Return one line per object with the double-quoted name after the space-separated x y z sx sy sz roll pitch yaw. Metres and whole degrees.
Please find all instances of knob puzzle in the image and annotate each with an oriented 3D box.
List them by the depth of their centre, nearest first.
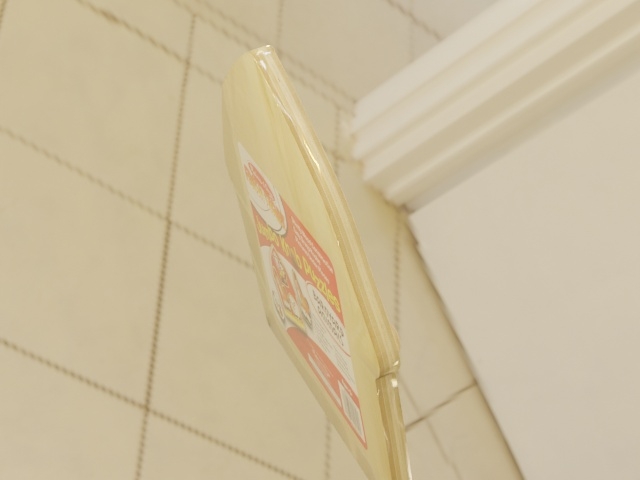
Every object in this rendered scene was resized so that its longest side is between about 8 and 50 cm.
0.000 0.000 0.626 0.030 0.213 0.213 -20 76 -13 "knob puzzle"
